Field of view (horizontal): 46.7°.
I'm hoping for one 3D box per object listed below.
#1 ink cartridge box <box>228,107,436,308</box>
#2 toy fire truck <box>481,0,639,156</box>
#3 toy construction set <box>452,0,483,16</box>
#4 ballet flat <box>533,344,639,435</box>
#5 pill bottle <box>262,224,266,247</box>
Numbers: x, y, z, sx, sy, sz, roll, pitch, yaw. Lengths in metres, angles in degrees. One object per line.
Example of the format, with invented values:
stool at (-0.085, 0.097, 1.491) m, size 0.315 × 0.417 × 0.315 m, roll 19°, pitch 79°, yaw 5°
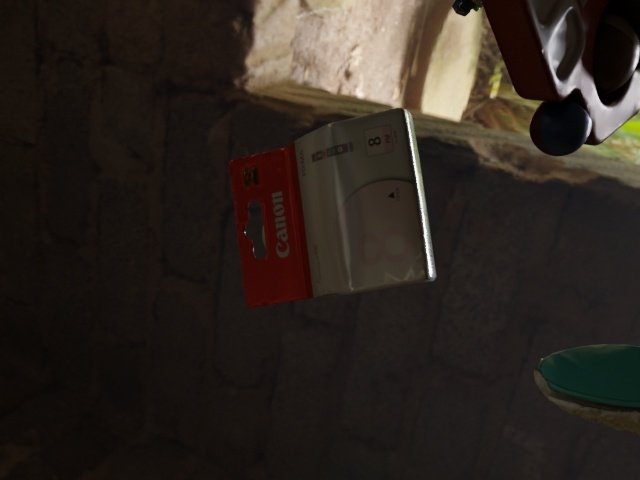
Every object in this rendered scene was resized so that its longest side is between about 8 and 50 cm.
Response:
ink cartridge box at (0.001, -0.029, 0.825) m, size 0.066 × 0.232 × 0.189 m, roll 20°, pitch 62°, yaw -73°
toy fire truck at (0.225, -0.213, 0.632) m, size 0.254 × 0.169 × 0.302 m, roll -55°, pitch 136°, yaw -21°
toy construction set at (0.278, -0.609, 1.392) m, size 0.309 × 0.237 × 0.257 m, roll -53°, pitch -177°, yaw 6°
ballet flat at (0.525, 0.229, 1.077) m, size 0.147 × 0.408 × 0.147 m, roll -5°, pitch 90°, yaw -81°
pill bottle at (0.000, 0.000, 1.419) m, size 0.124 × 0.221 × 0.124 m, roll -26°, pitch 122°, yaw -51°
